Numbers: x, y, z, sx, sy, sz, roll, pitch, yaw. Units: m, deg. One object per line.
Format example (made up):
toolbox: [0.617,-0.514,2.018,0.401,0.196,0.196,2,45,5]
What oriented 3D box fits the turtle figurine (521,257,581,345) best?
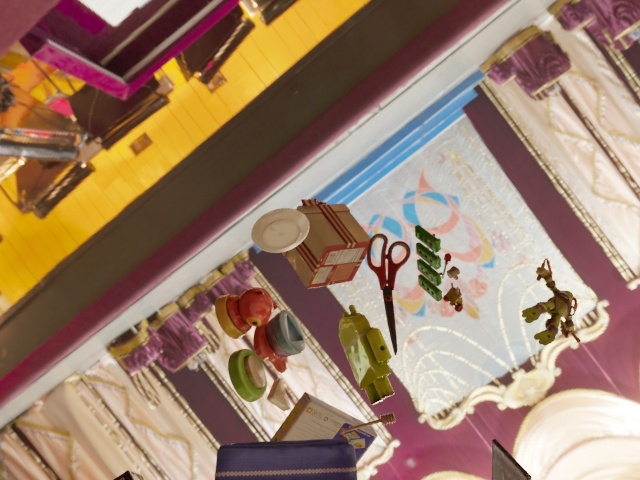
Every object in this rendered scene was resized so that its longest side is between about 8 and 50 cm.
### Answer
turtle figurine: [0.652,0.197,1.402,0.217,0.269,0.087,-29,-170,-39]

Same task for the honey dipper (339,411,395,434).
honey dipper: [0.130,0.517,1.432,0.161,0.030,0.030,-15,-179,-3]

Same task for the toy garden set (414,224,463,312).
toy garden set: [0.381,0.091,1.604,0.049,0.244,0.204,-23,-143,-17]

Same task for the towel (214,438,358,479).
towel: [-0.036,0.469,0.758,0.040,0.243,0.336,117,-27,-47]

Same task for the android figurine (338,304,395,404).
android figurine: [0.124,0.316,1.436,0.056,0.272,0.248,-14,156,-20]

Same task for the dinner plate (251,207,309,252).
dinner plate: [-0.093,-0.018,1.207,0.141,0.141,0.017,-38,-137,15]

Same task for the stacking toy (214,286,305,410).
stacking toy: [-0.122,0.277,1.332,0.130,0.279,0.309,-27,143,16]

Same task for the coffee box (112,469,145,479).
coffee box: [-0.443,0.554,0.908,0.297,0.119,0.168,-29,160,-23]

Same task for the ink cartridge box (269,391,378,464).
ink cartridge box: [-0.017,0.675,1.631,0.307,0.304,0.072,-53,-153,3]

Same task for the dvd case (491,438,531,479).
dvd case: [0.586,0.751,1.573,0.018,0.221,0.164,-14,-157,-16]

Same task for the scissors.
scissors: [0.152,0.123,1.234,0.021,0.109,0.297,96,4,-69]

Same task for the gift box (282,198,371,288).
gift box: [0.000,0.000,1.912,0.276,0.258,0.255,0,132,-38]
